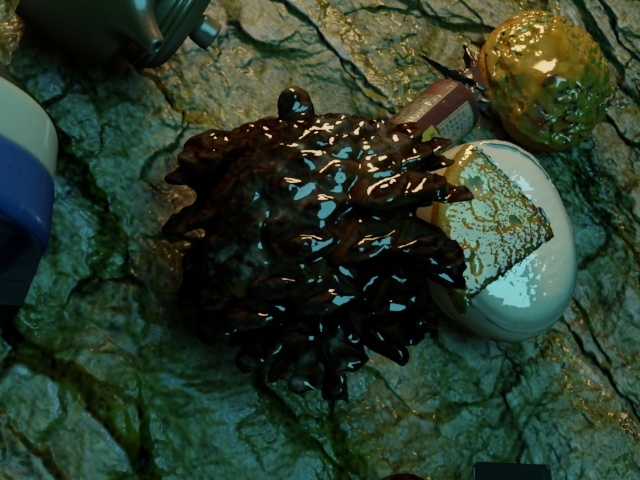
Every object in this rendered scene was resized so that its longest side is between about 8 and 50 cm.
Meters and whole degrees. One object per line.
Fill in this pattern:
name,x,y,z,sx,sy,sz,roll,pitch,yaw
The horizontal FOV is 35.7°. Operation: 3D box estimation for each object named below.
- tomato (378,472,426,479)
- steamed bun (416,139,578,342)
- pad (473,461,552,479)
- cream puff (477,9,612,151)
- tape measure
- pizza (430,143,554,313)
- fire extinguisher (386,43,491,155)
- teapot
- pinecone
tomato,0.058,0.327,0.966,0.174,0.082,0.166,-29,93,-37
steamed bun,0.188,0.005,1.118,0.177,0.131,0.228,-21,85,-22
pad,0.219,0.327,1.103,0.112,0.003,0.157,8,70,-26
cream puff,0.286,-0.202,1.245,0.189,0.129,0.189,10,66,-24
tape measure,-0.343,-0.050,0.777,0.259,0.262,0.138,10,59,-27
pizza,0.175,-0.015,1.028,0.131,0.041,0.178,-5,78,-14
fire extinguisher,0.127,-0.155,1.171,0.252,0.075,0.106,-42,95,-32
teapot,-0.177,-0.253,0.979,0.175,0.185,0.267,34,25,-21
pinecone,0.002,0.004,0.941,0.242,0.299,0.295,27,63,-65
